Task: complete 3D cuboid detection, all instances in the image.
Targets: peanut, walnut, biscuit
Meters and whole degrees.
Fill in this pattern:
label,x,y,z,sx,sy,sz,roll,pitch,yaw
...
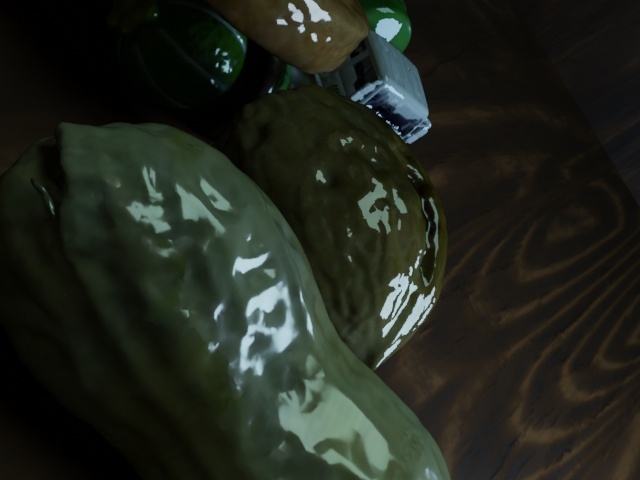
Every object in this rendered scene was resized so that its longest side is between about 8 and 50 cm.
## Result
label,x,y,z,sx,sy,sz,roll,pitch,yaw
peanut,-0.038,0.072,0.633,0.313,0.149,0.149,51,22,-17
walnut,0.000,0.000,0.802,0.155,0.155,0.184,26,32,-54
biscuit,-0.115,-0.278,0.900,0.350,0.078,0.455,34,17,-51

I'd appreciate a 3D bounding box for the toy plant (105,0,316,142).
label,x,y,z,sx,sy,sz,roll,pitch,yaw
toy plant,-0.074,-0.120,0.874,0.162,0.093,0.093,36,30,-45

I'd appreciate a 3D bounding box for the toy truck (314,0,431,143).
label,x,y,z,sx,sy,sz,roll,pitch,yaw
toy truck,0.011,-0.184,1.105,0.101,0.125,0.242,31,36,-53
